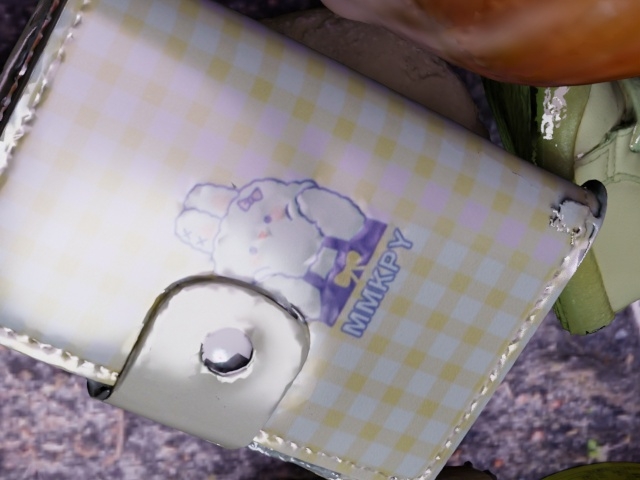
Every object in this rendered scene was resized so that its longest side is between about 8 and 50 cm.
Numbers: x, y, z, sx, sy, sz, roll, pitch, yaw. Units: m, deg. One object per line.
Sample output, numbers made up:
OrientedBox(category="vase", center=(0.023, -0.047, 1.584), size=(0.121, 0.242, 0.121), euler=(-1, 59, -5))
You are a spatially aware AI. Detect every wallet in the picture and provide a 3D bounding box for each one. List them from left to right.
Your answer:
OrientedBox(category="wallet", center=(-0.033, 0.001, 0.888), size=(0.310, 0.077, 0.223), euler=(26, 99, -19))

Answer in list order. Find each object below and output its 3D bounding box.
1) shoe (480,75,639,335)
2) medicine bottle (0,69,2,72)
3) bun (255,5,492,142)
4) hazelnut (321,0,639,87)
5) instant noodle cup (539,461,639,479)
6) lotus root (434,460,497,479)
OrientedBox(category="shoe", center=(0.160, -0.057, 1.034), size=(0.128, 0.140, 0.262), euler=(-25, 134, -10))
OrientedBox(category="medicine bottle", center=(-0.272, 0.011, 0.949), size=(0.133, 0.133, 0.274), euler=(31, 103, -25))
OrientedBox(category="bun", center=(0.000, 0.000, 1.011), size=(0.259, 0.152, 0.259), euler=(-7, 115, -15))
OrientedBox(category="hazelnut", center=(0.127, -0.252, 0.824), size=(0.372, 0.372, 0.315), euler=(-47, 129, 8))
OrientedBox(category="instant noodle cup", center=(0.221, 0.307, 1.166), size=(0.311, 0.221, 0.311), euler=(-5, 115, -12))
OrientedBox(category="lotus root", center=(0.014, 0.269, 1.094), size=(0.192, 0.272, 0.272), euler=(3, 113, -4))
